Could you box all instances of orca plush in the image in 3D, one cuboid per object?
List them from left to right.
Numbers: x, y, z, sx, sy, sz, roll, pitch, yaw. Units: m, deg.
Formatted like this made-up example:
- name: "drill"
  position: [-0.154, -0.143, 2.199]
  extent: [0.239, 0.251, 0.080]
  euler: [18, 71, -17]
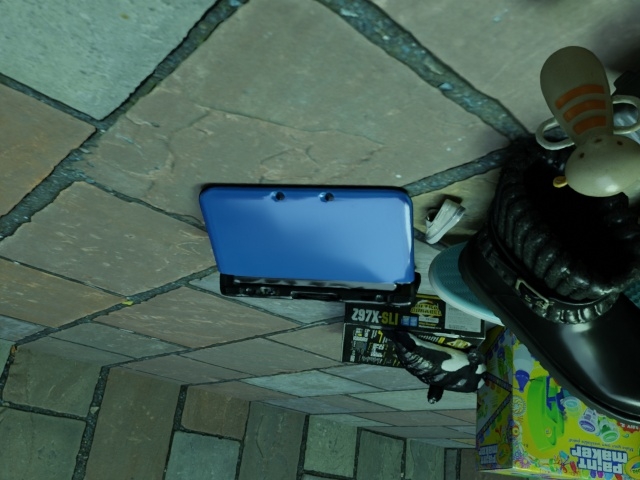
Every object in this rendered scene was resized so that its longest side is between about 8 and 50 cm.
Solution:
- name: "orca plush"
  position: [0.223, 0.250, 1.147]
  extent: [0.151, 0.102, 0.287]
  euler: [-7, 153, 29]

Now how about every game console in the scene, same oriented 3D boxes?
- name: "game console"
  position: [0.000, 0.000, 0.923]
  extent: [0.292, 0.174, 0.250]
  euler: [3, -172, 13]

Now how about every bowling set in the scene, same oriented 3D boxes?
- name: "bowling set"
  position: [0.255, -0.133, 0.334]
  extent: [0.286, 0.154, 0.200]
  euler: [-16, 143, 20]

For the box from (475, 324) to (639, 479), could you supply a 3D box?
- name: "box"
  position: [0.475, 0.325, 1.211]
  extent: [0.289, 0.279, 0.177]
  euler: [10, 157, -6]

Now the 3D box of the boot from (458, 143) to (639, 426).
- name: "boot"
  position: [0.315, 0.067, 0.693]
  extent: [0.348, 0.131, 0.260]
  euler: [39, 161, 12]

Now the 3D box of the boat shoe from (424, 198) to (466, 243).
- name: "boat shoe"
  position: [0.154, -0.027, 0.810]
  extent: [0.035, 0.035, 0.100]
  euler: [36, 159, 2]

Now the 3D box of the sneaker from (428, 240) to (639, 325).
- name: "sneaker"
  position: [0.303, 0.099, 0.935]
  extent: [0.318, 0.127, 0.208]
  euler: [9, 156, -2]

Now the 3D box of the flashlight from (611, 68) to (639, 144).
- name: "flashlight"
  position: [0.363, -0.031, 0.526]
  extent: [0.304, 0.103, 0.103]
  euler: [38, -179, -11]

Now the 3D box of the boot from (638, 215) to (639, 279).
- name: "boot"
  position: [0.473, -0.019, 0.695]
  extent: [0.206, 0.090, 0.248]
  euler: [-1, 157, -11]

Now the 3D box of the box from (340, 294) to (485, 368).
- name: "box"
  position: [0.172, 0.193, 1.256]
  extent: [0.256, 0.079, 0.322]
  euler: [4, 157, 3]
